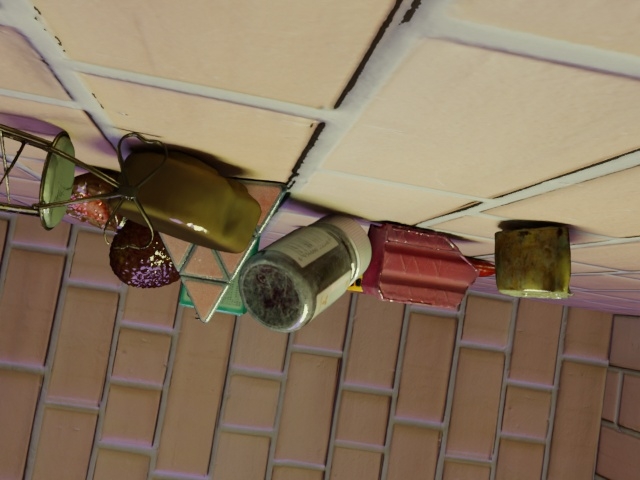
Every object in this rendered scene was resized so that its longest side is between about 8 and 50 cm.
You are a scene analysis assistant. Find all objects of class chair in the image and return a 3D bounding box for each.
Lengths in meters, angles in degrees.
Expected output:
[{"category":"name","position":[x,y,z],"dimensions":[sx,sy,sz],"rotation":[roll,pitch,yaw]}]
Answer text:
[{"category":"chair","position":[-0.385,-0.086,1.013],"dimensions":[0.326,0.159,0.170],"rotation":[11,177,-6]}]

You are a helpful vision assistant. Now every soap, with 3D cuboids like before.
[{"category":"soap","position":[0.219,0.061,1.511],"dimensions":[0.250,0.162,0.099],"rotation":[10,175,-22]}]

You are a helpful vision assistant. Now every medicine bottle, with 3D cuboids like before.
[{"category":"medicine bottle","position":[-0.023,0.057,1.384],"dimensions":[0.165,0.165,0.273],"rotation":[6,-159,30]}]

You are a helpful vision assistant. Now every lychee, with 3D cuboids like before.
[{"category":"lychee","position":[-0.528,0.035,2.189],"dimensions":[0.261,0.260,0.260],"rotation":[9,175,1]}]

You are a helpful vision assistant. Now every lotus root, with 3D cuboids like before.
[{"category":"lotus root","position":[0.378,0.040,1.247],"dimensions":[0.138,0.119,0.235],"rotation":[1,174,19]}]

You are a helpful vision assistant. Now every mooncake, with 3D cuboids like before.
[{"category":"mooncake","position":[-0.220,-0.066,1.114],"dimensions":[0.235,0.117,0.235],"rotation":[19,174,2]}]

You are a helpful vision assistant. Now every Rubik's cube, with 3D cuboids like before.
[{"category":"Rubik's cube","position":[-0.183,-0.032,1.302],"dimensions":[0.233,0.229,0.228],"rotation":[-25,-134,-11]}]

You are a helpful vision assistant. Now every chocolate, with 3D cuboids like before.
[{"category":"chocolate","position":[-0.433,-0.080,1.367],"dimensions":[0.133,0.124,0.127],"rotation":[32,-167,-20]}]

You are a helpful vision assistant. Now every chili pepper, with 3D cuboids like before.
[{"category":"chili pepper","position":[0.422,0.074,1.946],"dimensions":[0.169,0.065,0.088],"rotation":[5,-179,-22]}]

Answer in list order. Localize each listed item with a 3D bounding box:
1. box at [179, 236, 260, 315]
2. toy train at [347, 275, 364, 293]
[{"category":"box","position":[-0.227,0.040,1.623],"dimensions":[0.153,0.245,0.092],"rotation":[10,178,1]},{"category":"toy train","position":[0.054,0.062,1.882],"dimensions":[0.100,0.160,0.296],"rotation":[5,179,-42]}]
